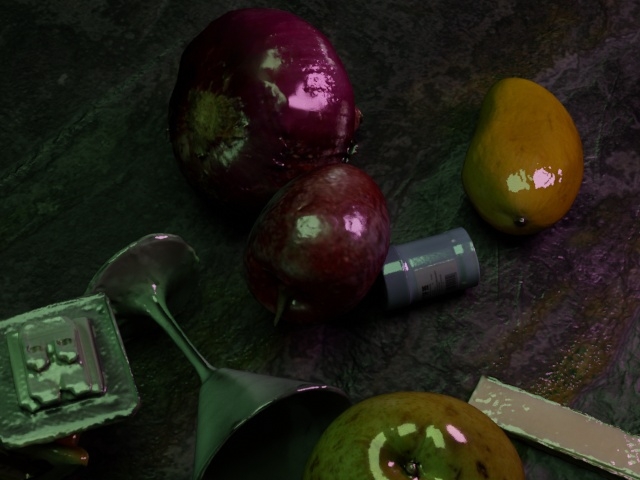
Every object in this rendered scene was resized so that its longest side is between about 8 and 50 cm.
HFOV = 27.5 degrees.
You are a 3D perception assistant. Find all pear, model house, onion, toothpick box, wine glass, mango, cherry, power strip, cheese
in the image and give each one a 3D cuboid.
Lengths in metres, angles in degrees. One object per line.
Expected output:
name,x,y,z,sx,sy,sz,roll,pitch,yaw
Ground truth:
pear,0.117,0.332,1.717,0.303,0.304,0.304,-1,51,2
model house,-0.444,0.219,1.887,0.268,0.173,0.239,20,54,-8
onion,-0.062,-0.208,2.177,0.348,0.348,0.385,42,29,30
toothpick box,0.162,0.045,2.064,0.153,0.101,0.101,-14,52,-10
wine glass,-0.163,0.187,1.883,0.267,0.267,0.406,-28,50,-18
mango,0.344,-0.141,2.182,0.195,0.142,0.332,15,50,8
cherry,0.000,0.000,1.963,0.203,0.230,0.300,24,54,4
power strip,-0.365,0.166,1.788,0.198,0.064,0.213,-16,55,-12
cheese,0.402,0.299,1.894,0.400,0.034,0.085,20,59,18
